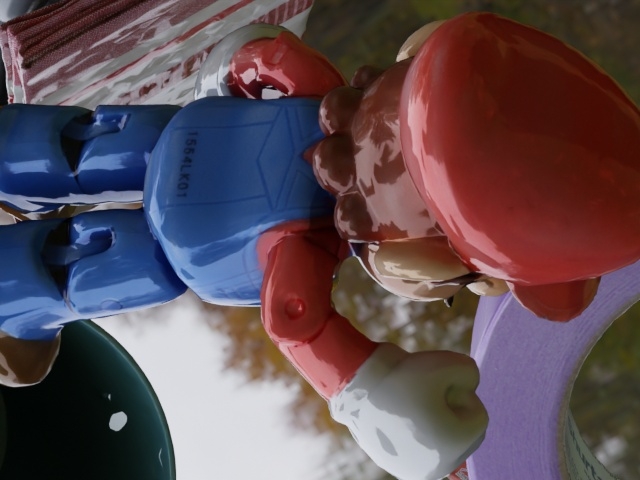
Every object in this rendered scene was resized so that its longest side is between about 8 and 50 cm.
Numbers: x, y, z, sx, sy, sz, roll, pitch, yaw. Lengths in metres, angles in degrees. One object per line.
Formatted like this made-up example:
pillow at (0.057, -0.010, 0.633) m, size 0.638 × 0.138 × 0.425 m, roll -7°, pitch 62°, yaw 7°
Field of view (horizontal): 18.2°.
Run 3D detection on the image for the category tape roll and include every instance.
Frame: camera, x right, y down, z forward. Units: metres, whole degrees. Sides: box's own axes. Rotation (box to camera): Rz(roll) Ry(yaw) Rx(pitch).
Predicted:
tape roll at (0.208, 0.077, 0.963) m, size 0.275 × 0.275 × 0.090 m, roll 54°, pitch -162°, yaw -15°

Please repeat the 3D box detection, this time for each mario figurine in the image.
mario figurine at (0.000, 0.000, 0.879) m, size 0.170 × 0.321 × 0.198 m, roll -20°, pitch -76°, yaw -66°

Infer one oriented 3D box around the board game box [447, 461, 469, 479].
board game box at (0.190, 0.207, 1.463) m, size 0.281 × 0.027 × 0.145 m, roll 40°, pitch -164°, yaw -16°

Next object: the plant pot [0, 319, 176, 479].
plant pot at (-0.281, 0.164, 1.455) m, size 0.293 × 0.293 × 0.235 m, roll 52°, pitch 166°, yaw -21°

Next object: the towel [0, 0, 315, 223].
towel at (-0.103, -0.117, 1.322) m, size 0.037 × 0.237 × 0.329 m, roll 56°, pitch 163°, yaw 12°

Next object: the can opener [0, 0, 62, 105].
can opener at (-0.197, -0.142, 1.292) m, size 0.074 × 0.280 × 0.093 m, roll 34°, pitch -124°, yaw 9°
